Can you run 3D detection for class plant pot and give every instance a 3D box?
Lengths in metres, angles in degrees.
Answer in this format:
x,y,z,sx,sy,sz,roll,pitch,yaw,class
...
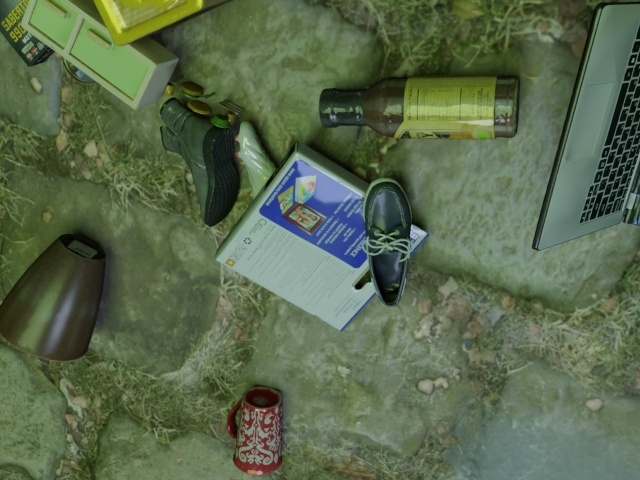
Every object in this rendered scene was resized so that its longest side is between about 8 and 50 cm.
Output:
x,y,z,sx,sy,sz,roll,pitch,yaw,class
-0.570,0.110,1.710,0.215,0.215,0.231,31,105,3,plant pot

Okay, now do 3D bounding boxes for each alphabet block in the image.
x,y,z,sx,sy,sz,roll,pitch,yaw,class
-0.274,-0.469,1.337,0.193,0.197,0.193,-18,106,25,alphabet block

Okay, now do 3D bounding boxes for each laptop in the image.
x,y,z,sx,sy,sz,roll,pitch,yaw,class
0.577,-0.150,1.183,0.236,0.407,0.382,33,125,42,laptop

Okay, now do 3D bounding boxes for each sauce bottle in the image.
x,y,z,sx,sy,sz,roll,pitch,yaw,class
0.169,-0.232,1.348,0.344,0.111,0.112,4,114,19,sauce bottle

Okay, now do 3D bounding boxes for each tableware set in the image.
x,y,z,sx,sy,sz,roll,pitch,yaw,class
-0.229,-0.259,1.470,0.154,0.104,0.024,29,120,5,tableware set

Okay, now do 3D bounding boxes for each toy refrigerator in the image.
x,y,z,sx,sy,sz,roll,pitch,yaw,class
-0.406,-0.363,1.415,0.269,0.094,0.102,37,119,4,toy refrigerator

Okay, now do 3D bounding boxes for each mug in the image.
x,y,z,sx,sy,sz,roll,pitch,yaw,class
-0.154,0.422,1.750,0.150,0.113,0.169,11,113,12,mug

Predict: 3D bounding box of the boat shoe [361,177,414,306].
x,y,z,sx,sy,sz,roll,pitch,yaw,class
0.123,0.008,1.429,0.095,0.079,0.255,0,124,1,boat shoe

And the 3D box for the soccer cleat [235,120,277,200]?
x,y,z,sx,sy,sz,roll,pitch,yaw,class
-0.113,-0.142,1.510,0.076,0.068,0.196,-5,117,13,soccer cleat

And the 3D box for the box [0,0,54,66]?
x,y,z,sx,sy,sz,roll,pitch,yaw,class
-0.545,-0.480,1.503,0.231,0.056,0.183,-32,101,27,box

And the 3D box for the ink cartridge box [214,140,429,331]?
x,y,z,sx,sy,sz,roll,pitch,yaw,class
0.000,0.000,1.518,0.307,0.072,0.304,30,120,-17,ink cartridge box

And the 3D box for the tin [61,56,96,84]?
x,y,z,sx,sy,sz,roll,pitch,yaw,class
-0.430,-0.386,1.520,0.189,0.040,0.106,-31,105,27,tin

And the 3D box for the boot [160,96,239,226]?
x,y,z,sx,sy,sz,roll,pitch,yaw,class
-0.247,-0.158,1.544,0.161,0.083,0.247,32,137,26,boot
